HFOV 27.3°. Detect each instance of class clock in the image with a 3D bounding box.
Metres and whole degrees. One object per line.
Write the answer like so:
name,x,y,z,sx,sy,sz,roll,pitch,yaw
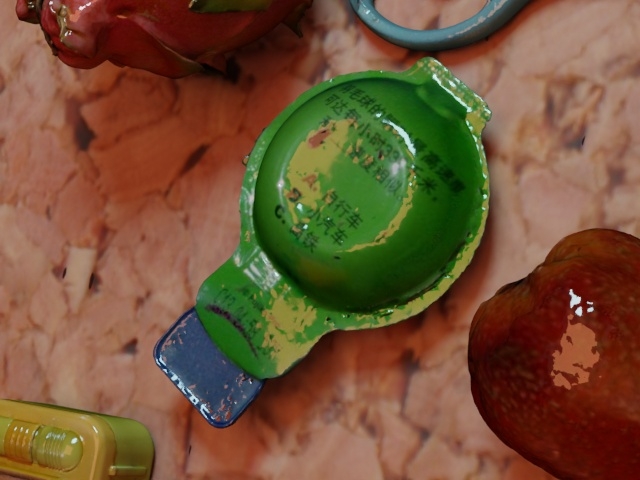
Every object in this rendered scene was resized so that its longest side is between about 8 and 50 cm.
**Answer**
clock,-0.224,0.235,1.062,0.143,0.096,0.202,7,84,24

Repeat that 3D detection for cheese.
cheese,0.000,0.000,1.002,0.320,0.083,0.204,-49,66,8

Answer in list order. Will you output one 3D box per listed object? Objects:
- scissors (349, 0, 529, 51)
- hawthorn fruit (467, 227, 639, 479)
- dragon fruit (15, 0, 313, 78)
scissors,0.195,-0.217,0.976,0.393,0.032,0.180,10,85,27
hawthorn fruit,0.182,0.086,0.858,0.173,0.179,0.173,-36,26,21
dragon fruit,-0.123,-0.228,1.028,0.224,0.227,0.224,30,125,57
